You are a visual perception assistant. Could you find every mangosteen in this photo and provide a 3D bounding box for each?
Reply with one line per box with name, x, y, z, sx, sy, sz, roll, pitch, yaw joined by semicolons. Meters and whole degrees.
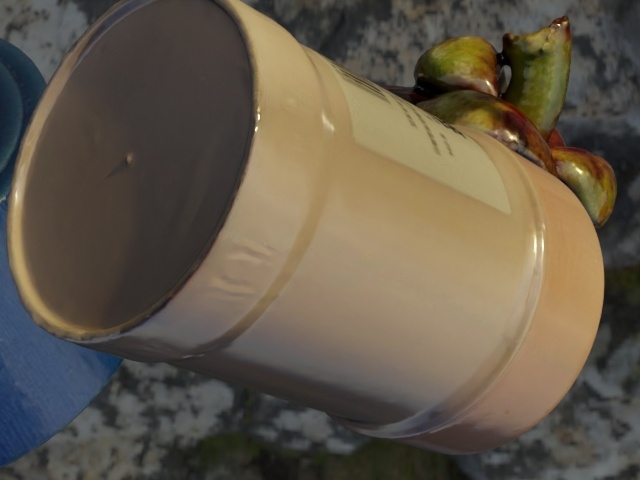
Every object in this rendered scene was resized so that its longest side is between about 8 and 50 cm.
mangosteen;0.065;-0.010;0.739;0.194;0.194;0.230;41;98;-22

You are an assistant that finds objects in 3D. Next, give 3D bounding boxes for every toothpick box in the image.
toothpick box;0.000;0.000;0.409;0.098;0.098;0.149;-37;141;27

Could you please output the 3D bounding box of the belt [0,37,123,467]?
belt;-0.224;-0.008;0.736;0.212;0.347;0.117;-40;124;-18
